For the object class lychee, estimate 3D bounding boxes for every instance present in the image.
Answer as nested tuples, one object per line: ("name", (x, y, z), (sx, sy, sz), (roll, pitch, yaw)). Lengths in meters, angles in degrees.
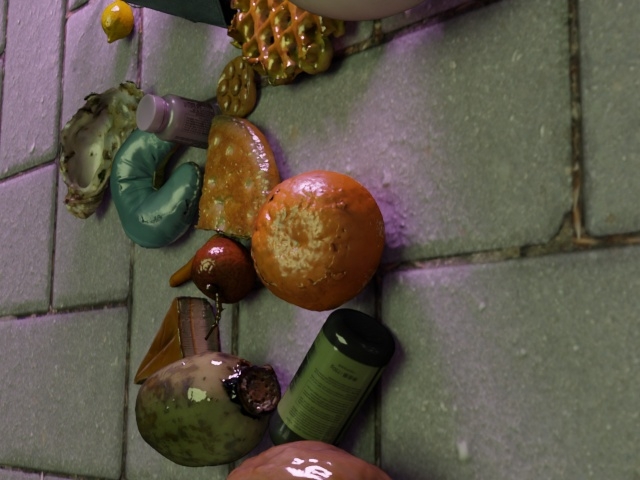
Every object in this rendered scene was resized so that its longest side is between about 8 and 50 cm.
("lychee", (-0.150, 0.060, 1.575), (0.114, 0.101, 0.140), (91, 165, -52))

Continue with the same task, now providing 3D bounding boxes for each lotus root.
("lotus root", (-0.190, 0.266, 1.553), (0.309, 0.173, 0.173), (-25, 65, 47))

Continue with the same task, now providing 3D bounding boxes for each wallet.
("wallet", (-0.326, -0.457, 1.683), (0.379, 0.190, 0.046), (17, 69, 17))

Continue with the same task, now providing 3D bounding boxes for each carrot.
("carrot", (-0.212, 0.041, 1.701), (0.190, 0.037, 0.037), (-37, 57, 42))

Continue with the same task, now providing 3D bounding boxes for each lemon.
("lemon", (-0.403, -0.432, 1.988), (0.065, 0.065, 0.092), (3, 77, 50))

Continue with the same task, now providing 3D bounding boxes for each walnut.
("walnut", (-0.019, 0.396, 1.239), (0.285, 0.285, 0.296), (15, 116, 50))

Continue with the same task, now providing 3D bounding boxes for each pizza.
("pizza", (-0.131, -0.078, 1.610), (0.197, 0.058, 0.292), (-52, 47, 28))

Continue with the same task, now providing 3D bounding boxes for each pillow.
("pillow", (-0.291, -0.101, 1.786), (0.214, 0.086, 0.233), (-43, 55, 30))

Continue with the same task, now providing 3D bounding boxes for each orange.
("orange", (0.000, 0.000, 1.365), (0.193, 0.161, 0.193), (-5, 81, 36))

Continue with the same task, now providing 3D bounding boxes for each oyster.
("oyster", (-0.416, -0.185, 1.959), (0.294, 0.094, 0.166), (-41, 73, 26))

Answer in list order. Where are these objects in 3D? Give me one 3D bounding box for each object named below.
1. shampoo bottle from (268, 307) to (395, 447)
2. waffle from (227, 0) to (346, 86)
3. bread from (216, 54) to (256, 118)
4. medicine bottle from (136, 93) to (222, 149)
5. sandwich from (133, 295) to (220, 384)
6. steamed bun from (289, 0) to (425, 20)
("shampoo bottle", (-0.004, 0.229, 1.372), (0.101, 0.101, 0.284), (50, 121, 42))
("waffle", (-0.038, -0.387, 1.546), (0.325, 0.068, 0.302), (34, 108, 52))
("bread", (-0.138, -0.255, 1.674), (0.110, 0.024, 0.110), (-13, 73, 49))
("medicine bottle", (-0.234, -0.201, 1.688), (0.079, 0.140, 0.079), (-11, 76, 48))
("sandwich", (-0.246, 0.172, 1.688), (0.163, 0.079, 0.113), (-29, 60, 45))
("steamed bun", (0.074, -0.457, 1.285), (0.374, 0.241, 0.374), (-6, 80, 36))
